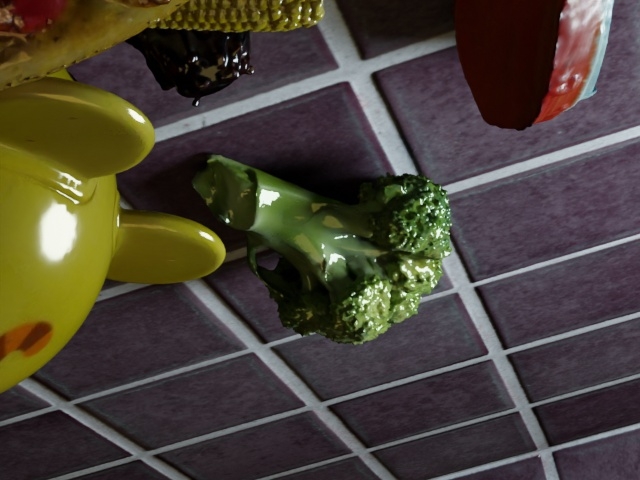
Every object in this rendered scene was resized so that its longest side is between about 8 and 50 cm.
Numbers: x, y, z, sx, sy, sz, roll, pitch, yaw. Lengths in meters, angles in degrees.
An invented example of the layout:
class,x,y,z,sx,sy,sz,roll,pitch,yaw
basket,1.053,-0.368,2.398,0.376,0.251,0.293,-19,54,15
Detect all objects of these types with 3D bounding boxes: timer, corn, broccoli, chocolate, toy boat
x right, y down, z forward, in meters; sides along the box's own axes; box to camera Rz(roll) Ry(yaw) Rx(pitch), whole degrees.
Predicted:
class,x,y,z,sx,sy,sz,roll,pitch,yaw
timer,-0.287,-0.035,1.062,0.387,0.376,0.376,-5,155,9
corn,-0.124,-0.203,1.013,0.260,0.091,0.091,3,-164,-3
broccoli,0.030,0.018,1.502,0.254,0.186,0.302,-10,162,16
chocolate,-0.103,-0.184,1.106,0.156,0.133,0.156,-12,154,-6
toy boat,0.208,-0.214,1.188,0.133,0.145,0.332,-36,159,-16

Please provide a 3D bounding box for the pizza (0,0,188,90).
class,x,y,z,sx,sy,sz,roll,pitch,yaw
pizza,-0.250,-0.239,0.707,0.440,0.130,0.406,-15,134,-23
